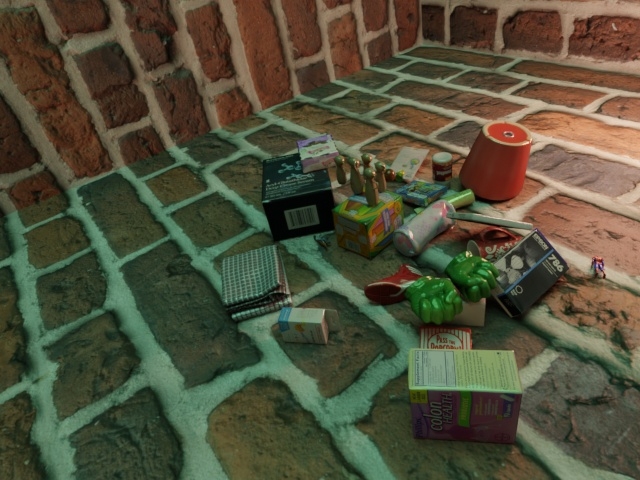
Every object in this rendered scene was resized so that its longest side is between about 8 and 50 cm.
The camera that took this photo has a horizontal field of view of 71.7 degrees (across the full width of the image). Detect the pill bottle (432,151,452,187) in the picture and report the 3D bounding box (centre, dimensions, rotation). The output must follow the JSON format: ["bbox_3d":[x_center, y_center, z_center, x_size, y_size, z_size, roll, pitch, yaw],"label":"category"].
[{"bbox_3d":[0.539,-0.306,1.961,0.086,0.152,0.086,-8,37,6],"label":"pill bottle"}]

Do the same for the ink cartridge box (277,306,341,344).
[{"bbox_3d":[-0.034,0.272,1.407,0.181,0.104,0.061,-1,39,16],"label":"ink cartridge box"}]

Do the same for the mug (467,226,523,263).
[{"bbox_3d":[0.610,0.030,1.513,0.169,0.150,0.113,-10,57,-4],"label":"mug"}]

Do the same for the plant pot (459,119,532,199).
[{"bbox_3d":[0.738,-0.343,1.835,0.275,0.243,0.274,1,45,-1],"label":"plant pot"}]

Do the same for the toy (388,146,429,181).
[{"bbox_3d":[0.425,-0.364,2.154,0.137,0.056,0.237,16,50,27],"label":"toy"}]

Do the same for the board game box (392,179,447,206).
[{"bbox_3d":[0.430,-0.208,1.930,0.136,0.035,0.201,-29,28,-21],"label":"board game box"}]

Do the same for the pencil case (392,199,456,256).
[{"bbox_3d":[0.402,-0.049,1.698,0.273,0.124,0.113,-32,2,-26],"label":"pencil case"}]

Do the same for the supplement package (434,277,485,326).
[{"bbox_3d":[0.419,0.191,1.382,0.179,0.105,0.105,2,40,18],"label":"supplement package"}]

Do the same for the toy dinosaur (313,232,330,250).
[{"bbox_3d":[0.000,0.000,1.813,0.082,0.047,0.090,-9,43,36],"label":"toy dinosaur"}]

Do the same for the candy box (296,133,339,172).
[{"bbox_3d":[-0.011,-0.383,1.939,0.165,0.070,0.196,-12,36,-1],"label":"candy box"}]

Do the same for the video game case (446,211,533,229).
[{"bbox_3d":[0.601,-0.071,1.594,0.227,0.026,0.206,8,4,-10],"label":"video game case"}]

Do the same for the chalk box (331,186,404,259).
[{"bbox_3d":[0.214,-0.095,1.757,0.180,0.179,0.289,24,50,38],"label":"chalk box"}]

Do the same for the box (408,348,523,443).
[{"bbox_3d":[0.341,0.376,1.070,0.243,0.213,0.117,-2,38,14],"label":"box"}]

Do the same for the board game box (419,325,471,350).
[{"bbox_3d":[0.355,0.335,1.262,0.147,0.045,0.193,-1,38,15],"label":"board game box"}]

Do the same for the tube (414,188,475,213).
[{"bbox_3d":[0.518,-0.148,1.842,0.240,0.070,0.062,-19,82,1],"label":"tube"}]

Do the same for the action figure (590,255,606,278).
[{"bbox_3d":[0.908,0.083,1.447,0.038,0.030,0.115,11,37,20],"label":"action figure"}]

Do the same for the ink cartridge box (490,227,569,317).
[{"bbox_3d":[0.670,0.085,1.416,0.333,0.065,0.165,-33,79,-26],"label":"ink cartridge box"}]

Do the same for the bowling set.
[{"bbox_3d":[0.192,-0.278,1.728,0.200,0.154,0.287,-28,40,-21],"label":"bowling set"}]

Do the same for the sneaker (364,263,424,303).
[{"bbox_3d":[0.254,0.147,1.526,0.221,0.087,0.128,0,28,-4],"label":"sneaker"}]

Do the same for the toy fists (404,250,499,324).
[{"bbox_3d":[0.390,0.138,1.293,0.279,0.096,0.142,-29,47,-12],"label":"toy fists"}]

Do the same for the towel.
[{"bbox_3d":[-0.243,0.143,1.626,0.235,0.121,0.283,-15,37,-2],"label":"towel"}]

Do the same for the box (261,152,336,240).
[{"bbox_3d":[-0.094,-0.215,1.979,0.294,0.211,0.395,-12,36,2],"label":"box"}]
